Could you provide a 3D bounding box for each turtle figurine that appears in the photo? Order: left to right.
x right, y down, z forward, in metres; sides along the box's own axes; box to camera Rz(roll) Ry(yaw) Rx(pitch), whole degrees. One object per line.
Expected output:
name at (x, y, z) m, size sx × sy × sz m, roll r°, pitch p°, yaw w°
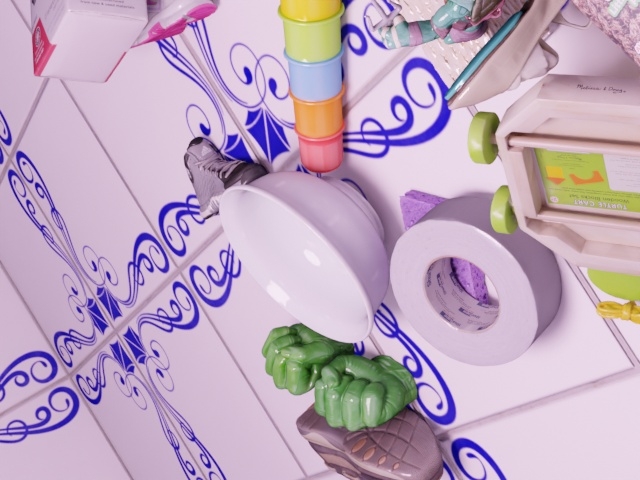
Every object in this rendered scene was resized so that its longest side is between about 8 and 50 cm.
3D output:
turtle figurine at (0.126, -0.252, 1.047) m, size 0.118 × 0.234 × 0.175 m, roll 31°, pitch 103°, yaw 11°

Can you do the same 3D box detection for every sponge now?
sponge at (0.177, 0.036, 1.528) m, size 0.117 × 0.031 × 0.210 m, roll 16°, pitch 127°, yaw 47°

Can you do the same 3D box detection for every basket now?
basket at (0.163, -0.265, 1.232) m, size 0.167 × 0.103 × 0.113 m, roll 57°, pitch 147°, yaw 6°

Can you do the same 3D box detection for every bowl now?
bowl at (0.000, 0.000, 1.622) m, size 0.298 × 0.134 × 0.298 m, roll 35°, pitch 153°, yaw 21°

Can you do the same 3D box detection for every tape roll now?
tape roll at (0.200, 0.055, 1.429) m, size 0.219 × 0.072 × 0.219 m, roll 22°, pitch 130°, yaw 28°

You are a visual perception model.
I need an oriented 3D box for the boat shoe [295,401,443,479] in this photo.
boat shoe at (0.097, 0.354, 1.831) m, size 0.355 × 0.132 × 0.130 m, roll 15°, pitch 137°, yaw 60°

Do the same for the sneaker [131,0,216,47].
sneaker at (-0.263, -0.383, 1.753) m, size 0.252 × 0.103 × 0.111 m, roll -12°, pitch 101°, yaw 51°

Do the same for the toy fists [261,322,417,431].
toy fists at (0.019, 0.215, 1.789) m, size 0.279 × 0.142 × 0.096 m, roll 30°, pitch 138°, yaw 38°

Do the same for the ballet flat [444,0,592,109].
ballet flat at (0.226, -0.219, 1.105) m, size 0.086 × 0.086 × 0.248 m, roll 40°, pitch 101°, yaw 29°

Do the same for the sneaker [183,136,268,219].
sneaker at (-0.177, -0.122, 1.848) m, size 0.132 × 0.086 × 0.229 m, roll 63°, pitch 149°, yaw 0°

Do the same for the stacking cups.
stacking cups at (-0.011, -0.241, 1.519) m, size 0.096 × 0.096 × 0.316 m, roll 35°, pitch 143°, yaw 35°

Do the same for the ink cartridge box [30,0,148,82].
ink cartridge box at (-0.373, -0.432, 1.712) m, size 0.226 × 0.131 × 0.306 m, roll -37°, pitch 59°, yaw 57°

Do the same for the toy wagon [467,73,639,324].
toy wagon at (0.312, -0.035, 1.170) m, size 0.267 × 0.068 × 0.344 m, roll 9°, pitch 146°, yaw 30°

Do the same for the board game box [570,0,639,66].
board game box at (0.294, -0.291, 0.904) m, size 0.291 × 0.232 × 0.141 m, roll 50°, pitch 147°, yaw 17°
